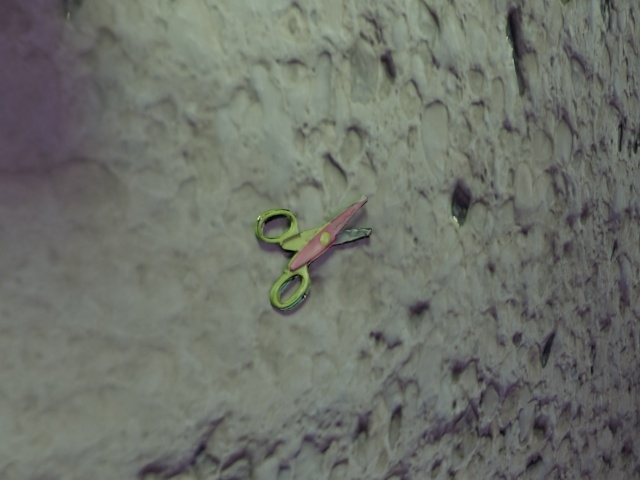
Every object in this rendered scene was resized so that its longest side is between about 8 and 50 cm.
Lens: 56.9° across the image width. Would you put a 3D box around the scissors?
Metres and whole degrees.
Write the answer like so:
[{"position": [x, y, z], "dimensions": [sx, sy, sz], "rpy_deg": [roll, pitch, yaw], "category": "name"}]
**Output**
[{"position": [0.000, 0.000, 0.758], "dimensions": [0.187, 0.020, 0.134], "rpy_deg": [-28, 119, -35], "category": "scissors"}]
